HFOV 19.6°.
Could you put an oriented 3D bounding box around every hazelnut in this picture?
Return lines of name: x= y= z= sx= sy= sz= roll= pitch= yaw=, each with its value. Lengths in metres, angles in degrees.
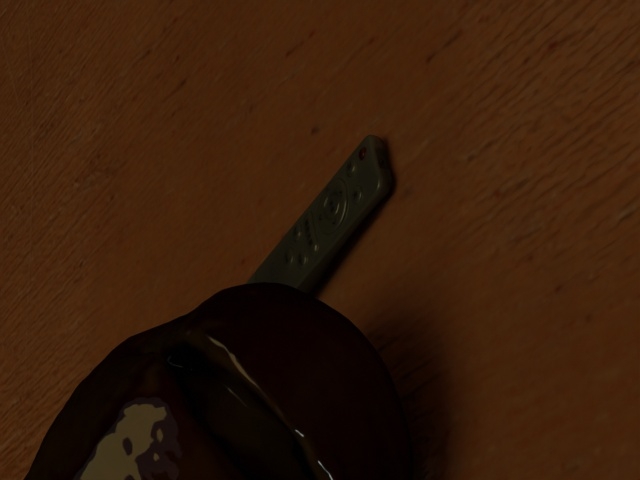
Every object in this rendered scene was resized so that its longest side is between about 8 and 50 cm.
hazelnut: x=-0.062 y=0.150 z=1.145 sx=0.251 sy=0.217 sz=0.217 roll=-38 pitch=30 yaw=-3

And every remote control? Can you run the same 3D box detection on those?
remote control: x=0.000 y=0.000 z=1.286 sx=0.184 sy=0.027 sz=0.050 roll=-50 pitch=39 yaw=41
